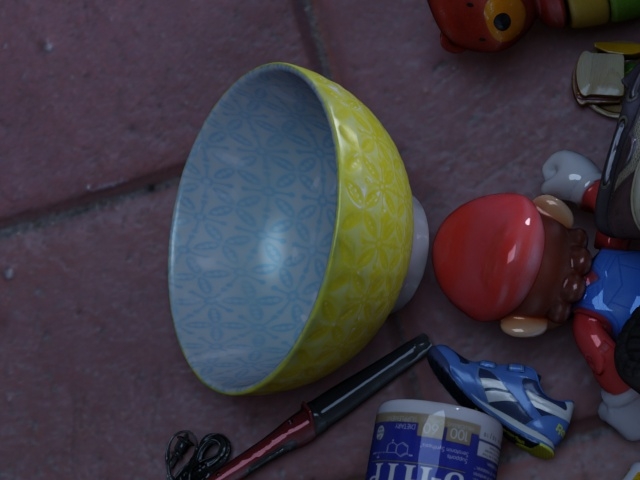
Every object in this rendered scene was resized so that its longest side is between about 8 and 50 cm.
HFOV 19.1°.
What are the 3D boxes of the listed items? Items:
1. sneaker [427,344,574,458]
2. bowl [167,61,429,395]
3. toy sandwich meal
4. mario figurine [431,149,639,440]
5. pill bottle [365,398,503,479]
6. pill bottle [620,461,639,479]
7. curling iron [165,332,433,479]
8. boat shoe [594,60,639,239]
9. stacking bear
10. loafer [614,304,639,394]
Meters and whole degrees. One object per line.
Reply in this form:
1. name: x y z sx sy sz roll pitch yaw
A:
1. sneaker: 0.159 0.131 1.675 0.144 0.053 0.059 36 77 12
2. bowl: 0.000 0.000 1.670 0.156 0.289 0.289 10 69 -32
3. toy sandwich meal: 0.274 -0.152 1.752 0.086 0.029 0.085 -3 72 9
4. mario figurine: 0.253 0.046 1.669 0.320 0.170 0.198 17 40 4
5. pill bottle: 0.089 0.237 1.620 0.112 0.112 0.186 7 74 12
6. pill bottle: 0.274 0.220 1.629 0.043 0.043 0.083 35 82 18
7. curling iron: -0.022 0.154 1.705 0.274 0.035 0.068 -28 71 1
8. boat shoe: 0.300 -0.123 1.609 0.092 0.103 0.285 -4 57 44
9. stacking bear: 0.234 -0.259 1.723 0.289 0.175 0.164 -21 40 2
10. loafer: 0.395 0.012 1.554 0.366 0.134 0.130 -45 113 -5
